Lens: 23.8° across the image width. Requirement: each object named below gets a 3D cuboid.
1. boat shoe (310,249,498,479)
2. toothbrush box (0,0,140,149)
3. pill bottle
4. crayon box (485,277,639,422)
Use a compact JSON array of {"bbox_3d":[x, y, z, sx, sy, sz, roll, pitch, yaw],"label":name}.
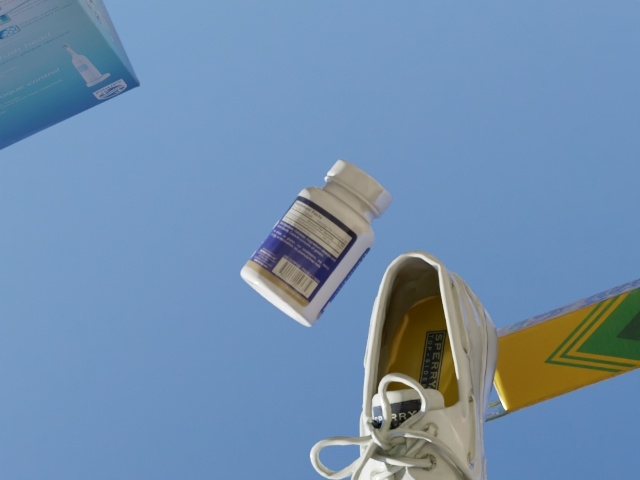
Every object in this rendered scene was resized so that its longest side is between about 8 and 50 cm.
[{"bbox_3d":[0.074,0.162,1.228,0.135,0.156,0.367,-8,-128,25],"label":"boat shoe"},{"bbox_3d":[-0.226,-0.193,0.884,0.126,0.295,0.216,-25,-99,-1],"label":"toothbrush box"},{"bbox_3d":[0.000,0.000,1.842,0.112,0.112,0.187,32,-99,36],"label":"pill bottle"},{"bbox_3d":[0.298,0.104,1.646,0.323,0.083,0.203,-22,177,11],"label":"crayon box"}]
